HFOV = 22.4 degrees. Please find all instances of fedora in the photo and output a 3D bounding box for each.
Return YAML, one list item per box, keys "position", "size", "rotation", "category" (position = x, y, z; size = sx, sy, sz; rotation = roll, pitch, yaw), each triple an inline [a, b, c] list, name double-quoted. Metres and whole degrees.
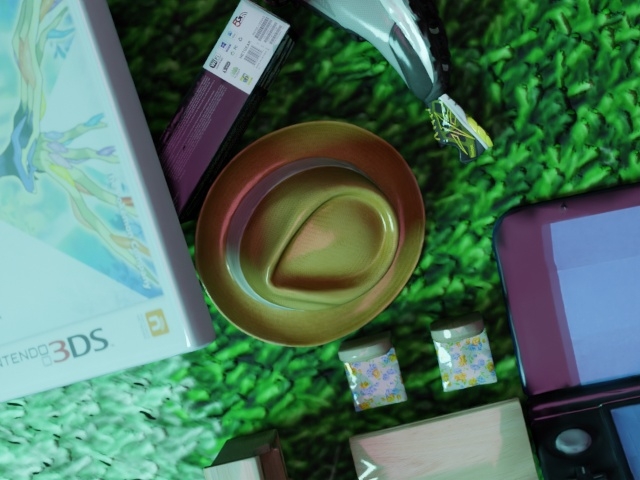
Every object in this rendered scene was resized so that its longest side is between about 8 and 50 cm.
- position: [0.000, 0.000, 1.271]
  size: [0.194, 0.079, 0.194]
  rotation: [-3, 100, -15]
  category: "fedora"

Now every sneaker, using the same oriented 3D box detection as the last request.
- position: [0.004, -0.212, 1.282]
  size: [0.108, 0.100, 0.271]
  rotation: [-42, 85, 15]
  category: "sneaker"
- position: [0.101, -0.096, 1.306]
  size: [0.083, 0.031, 0.035]
  rotation: [42, 95, 0]
  category: "sneaker"

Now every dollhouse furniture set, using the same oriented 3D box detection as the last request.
- position: [0.046, 0.188, 1.258]
  size: [0.242, 0.161, 0.212]
  rotation: [-14, 92, 4]
  category: "dollhouse furniture set"

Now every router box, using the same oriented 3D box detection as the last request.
- position: [-0.081, -0.098, 1.265]
  size: [0.046, 0.133, 0.179]
  rotation: [31, 94, 1]
  category: "router box"

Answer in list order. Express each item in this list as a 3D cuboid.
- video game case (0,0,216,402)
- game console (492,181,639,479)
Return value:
- position: [-0.246, -0.044, 1.249]
  size: [0.300, 0.036, 0.329]
  rotation: [-17, 92, 36]
  category: "video game case"
- position: [0.299, 0.079, 1.242]
  size: [0.293, 0.250, 0.173]
  rotation: [-12, 119, 4]
  category: "game console"
